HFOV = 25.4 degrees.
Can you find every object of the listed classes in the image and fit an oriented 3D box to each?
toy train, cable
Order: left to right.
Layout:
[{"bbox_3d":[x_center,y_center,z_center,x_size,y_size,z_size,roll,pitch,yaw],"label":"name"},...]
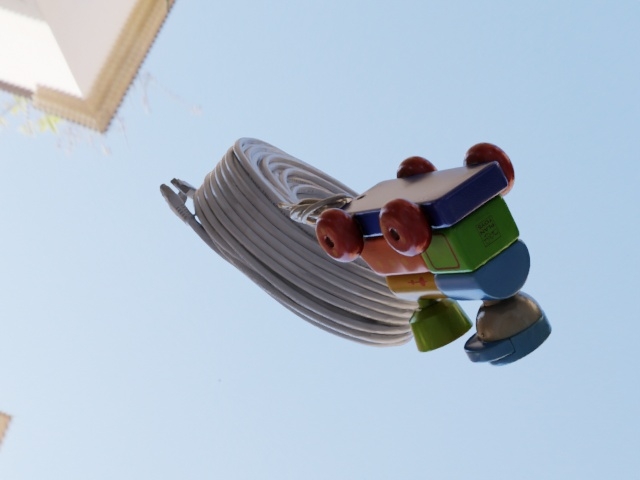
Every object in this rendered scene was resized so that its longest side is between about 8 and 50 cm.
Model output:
[{"bbox_3d":[0.000,0.000,1.381,0.257,0.257,0.089,43,-72,34],"label":"cable"},{"bbox_3d":[0.065,0.021,1.067,0.105,0.248,0.143,-33,-77,-28],"label":"toy train"}]
